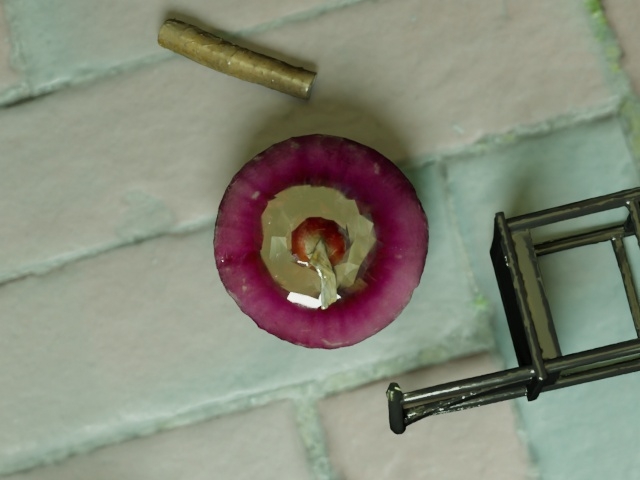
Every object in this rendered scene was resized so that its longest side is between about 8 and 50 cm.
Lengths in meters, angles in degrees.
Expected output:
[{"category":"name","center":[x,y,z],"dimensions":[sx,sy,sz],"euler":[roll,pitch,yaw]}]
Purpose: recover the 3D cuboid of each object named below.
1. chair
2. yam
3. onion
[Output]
[{"category":"chair","center":[0.168,0.058,1.275],"dimensions":[0.260,0.154,0.141],"euler":[-13,76,1]},{"category":"yam","center":[-0.073,-0.158,1.408],"dimensions":[0.145,0.032,0.032],"euler":[21,82,12]},{"category":"onion","center":[0.000,0.000,1.307],"dimensions":[0.177,0.153,0.177],"euler":[-5,65,10]}]
